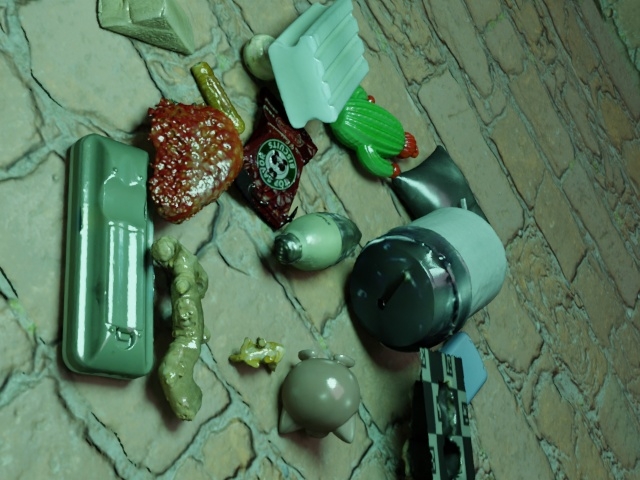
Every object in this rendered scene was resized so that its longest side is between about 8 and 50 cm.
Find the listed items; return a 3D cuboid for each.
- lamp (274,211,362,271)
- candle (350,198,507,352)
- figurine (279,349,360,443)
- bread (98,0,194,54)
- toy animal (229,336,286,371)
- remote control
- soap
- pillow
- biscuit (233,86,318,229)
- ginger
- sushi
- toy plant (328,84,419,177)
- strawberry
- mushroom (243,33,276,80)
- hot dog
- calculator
[{"bbox_3d":[0.000,0.000,1.555,0.250,0.101,0.101,-15,86,-57],"label":"lamp"},{"bbox_3d":[0.215,0.060,1.687,0.343,0.221,0.221,-22,91,-53],"label":"candle"},{"bbox_3d":[0.001,0.244,1.442,0.125,0.125,0.138,21,69,-43],"label":"figurine"},{"bbox_3d":[-0.273,-0.347,1.454,0.152,0.105,0.077,55,27,-71],"label":"bread"},{"bbox_3d":[-0.094,0.178,1.421,0.083,0.081,0.060,57,12,-79],"label":"toy animal"},{"bbox_3d":[-0.281,0.018,1.251,0.128,0.066,0.335,16,62,-43],"label":"remote control"},{"bbox_3d":[0.002,-0.325,1.648,0.265,0.088,0.159,-62,138,-57],"label":"soap"},{"bbox_3d":[0.259,-0.062,1.882,0.186,0.106,0.249,-37,99,-42],"label":"pillow"},{"bbox_3d":[-0.075,-0.143,1.561,0.151,0.063,0.235,44,46,-28],"label":"biscuit"},{"bbox_3d":[-0.187,0.120,1.296,0.149,0.065,0.258,-11,93,-77],"label":"ginger"},{"bbox_3d":[0.185,0.384,1.603,0.296,0.100,0.372,24,59,-65],"label":"sushi"},{"bbox_3d":[0.109,-0.198,1.780,0.240,0.088,0.154,43,44,-31],"label":"toy plant"},{"bbox_3d":[-0.173,-0.128,1.373,0.175,0.107,0.235,37,37,-57],"label":"strawberry"},{"bbox_3d":[-0.095,-0.323,1.614,0.084,0.067,0.083,23,61,-49],"label":"mushroom"},{"bbox_3d":[-0.169,-0.234,1.522,0.044,0.028,0.137,-40,107,-42],"label":"hot dog"},{"bbox_3d":[0.266,0.264,1.799,0.210,0.039,0.121,-38,105,-50],"label":"calculator"}]
